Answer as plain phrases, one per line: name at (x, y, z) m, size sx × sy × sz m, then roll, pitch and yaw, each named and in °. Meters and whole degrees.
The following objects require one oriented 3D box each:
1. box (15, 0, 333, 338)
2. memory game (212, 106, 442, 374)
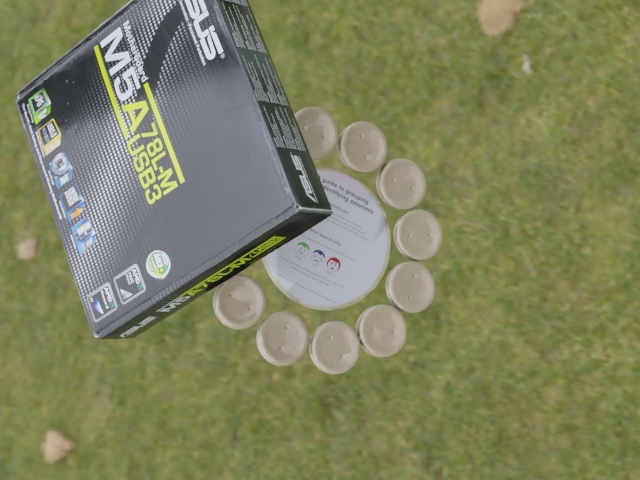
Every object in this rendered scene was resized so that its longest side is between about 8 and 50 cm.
box at (-0.101, -0.058, 0.945) m, size 0.184 × 0.045 × 0.191 m, roll -32°, pitch 70°, yaw 32°
memory game at (0.000, 0.000, 1.002) m, size 0.012 × 0.186 × 0.186 m, roll 163°, pitch 115°, yaw -67°
